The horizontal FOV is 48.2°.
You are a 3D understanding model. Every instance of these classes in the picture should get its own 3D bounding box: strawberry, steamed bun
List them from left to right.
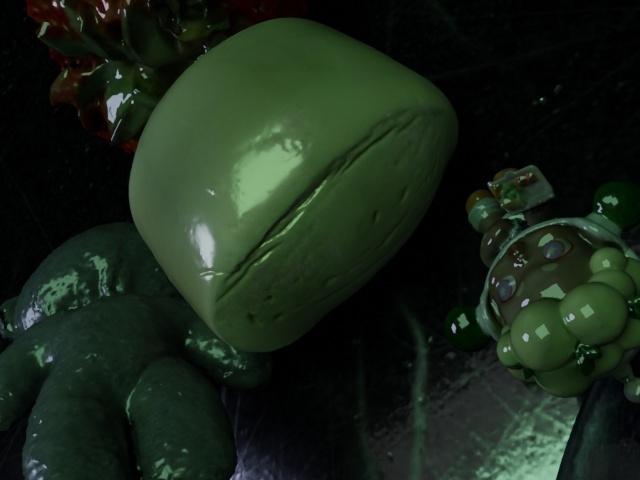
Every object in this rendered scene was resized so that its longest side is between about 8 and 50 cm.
[{"bbox_3d":[-0.142,-0.272,0.709,0.267,0.312,0.351,-5,46,15],"label":"strawberry"},{"bbox_3d":[-0.032,-0.052,0.554,0.250,0.154,0.200,-50,50,6],"label":"steamed bun"}]

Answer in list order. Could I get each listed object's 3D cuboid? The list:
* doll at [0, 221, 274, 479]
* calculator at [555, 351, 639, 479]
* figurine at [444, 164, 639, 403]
[{"bbox_3d":[-0.169,0.117,0.606,0.245,0.158,0.340,-17,40,-17],"label":"doll"},{"bbox_3d":[0.210,0.154,0.378,0.177,0.040,0.268,8,69,40],"label":"calculator"},{"bbox_3d":[0.136,0.014,0.447,0.147,0.093,0.197,-44,37,19],"label":"figurine"}]
